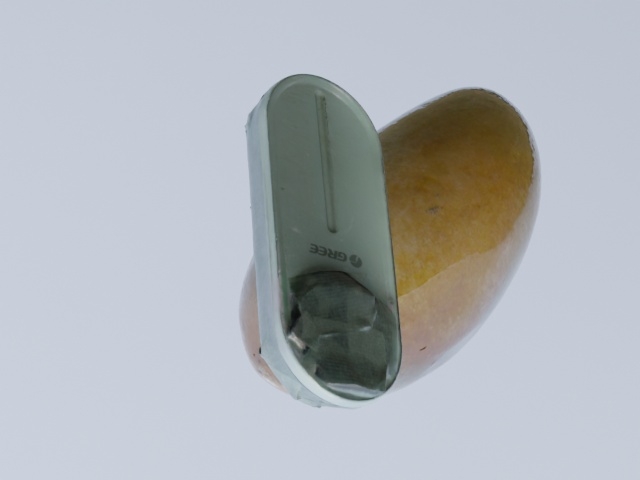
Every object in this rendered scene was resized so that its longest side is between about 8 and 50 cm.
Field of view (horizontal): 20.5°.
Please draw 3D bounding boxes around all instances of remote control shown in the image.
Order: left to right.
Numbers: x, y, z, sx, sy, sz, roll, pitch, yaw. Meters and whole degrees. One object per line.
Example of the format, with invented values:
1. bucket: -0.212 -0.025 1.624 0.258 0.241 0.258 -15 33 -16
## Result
1. remote control: 0.000 0.000 1.196 0.104 0.052 0.247 16 -124 -33

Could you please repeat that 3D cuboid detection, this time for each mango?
1. mango: 0.076 -0.001 1.566 0.199 0.221 0.384 34 -129 10
